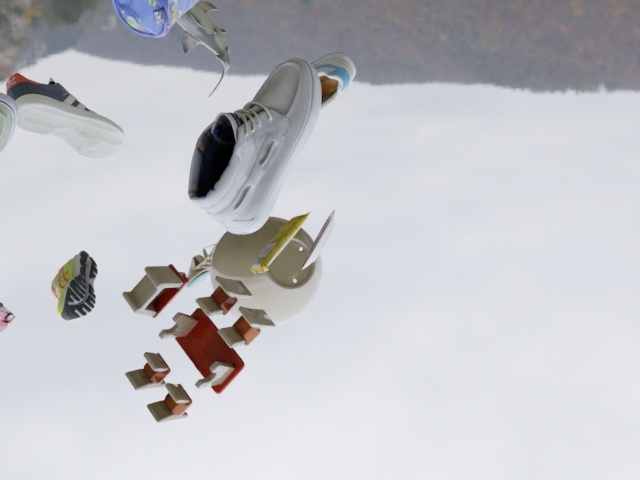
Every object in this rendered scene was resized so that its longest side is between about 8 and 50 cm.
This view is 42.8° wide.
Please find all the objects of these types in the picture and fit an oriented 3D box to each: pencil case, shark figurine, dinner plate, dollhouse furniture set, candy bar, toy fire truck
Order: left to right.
[{"bbox_3d":[-0.760,0.181,1.765,0.047,0.135,0.192,38,172,19],"label":"toy fire truck"},{"bbox_3d":[-0.230,-0.481,1.409,0.119,0.133,0.306,32,-117,7],"label":"pencil case"},{"bbox_3d":[-0.239,0.165,1.524,0.259,0.262,0.135,49,-166,22],"label":"dollhouse furniture set"},{"bbox_3d":[-0.273,-0.450,1.865,0.116,0.278,0.166,-44,166,29],"label":"shark figurine"},{"bbox_3d":[-0.067,0.000,1.389,0.040,0.018,0.161,-12,-149,44],"label":"candy bar"},{"bbox_3d":[0.000,0.000,1.659,0.017,0.141,0.141,29,-161,-5],"label":"dinner plate"}]

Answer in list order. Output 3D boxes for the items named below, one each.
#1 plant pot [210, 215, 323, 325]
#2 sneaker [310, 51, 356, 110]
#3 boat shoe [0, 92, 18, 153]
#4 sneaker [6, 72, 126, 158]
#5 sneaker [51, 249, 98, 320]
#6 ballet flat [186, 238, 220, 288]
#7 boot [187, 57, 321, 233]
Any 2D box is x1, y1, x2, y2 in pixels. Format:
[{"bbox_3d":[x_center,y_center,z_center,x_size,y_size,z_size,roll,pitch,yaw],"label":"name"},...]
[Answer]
[{"bbox_3d":[-0.107,0.066,1.999,0.284,0.284,0.191,-12,177,-25],"label":"plant pot"},{"bbox_3d":[-0.042,-0.264,1.511,0.228,0.087,0.092,-30,-159,29],"label":"sneaker"},{"bbox_3d":[-0.730,-0.176,1.699,0.109,0.302,0.094,32,-157,-29],"label":"boat shoe"},{"bbox_3d":[-0.632,-0.320,2.043,0.148,0.131,0.350,59,-164,27],"label":"sneaker"},{"bbox_3d":[-0.549,0.113,1.790,0.094,0.081,0.208,-26,-149,11],"label":"sneaker"},{"bbox_3d":[-0.298,0.056,2.155,0.206,0.067,0.073,-35,171,32],"label":"ballet flat"},{"bbox_3d":[-0.084,-0.142,1.059,0.095,0.258,0.123,13,167,29],"label":"boot"}]
